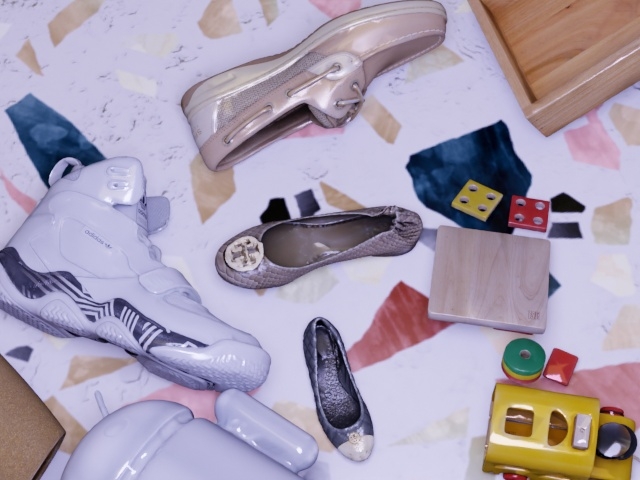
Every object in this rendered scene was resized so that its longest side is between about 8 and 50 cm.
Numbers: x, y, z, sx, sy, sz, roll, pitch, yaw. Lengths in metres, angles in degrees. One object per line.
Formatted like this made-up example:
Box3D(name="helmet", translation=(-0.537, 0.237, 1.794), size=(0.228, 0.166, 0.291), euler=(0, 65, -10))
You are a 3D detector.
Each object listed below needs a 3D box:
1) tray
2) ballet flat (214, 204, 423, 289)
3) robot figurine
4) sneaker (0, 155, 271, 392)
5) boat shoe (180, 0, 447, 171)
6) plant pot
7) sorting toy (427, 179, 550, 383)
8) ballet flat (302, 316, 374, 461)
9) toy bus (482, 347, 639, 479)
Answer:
Box3D(name="tray", translation=(0.390, -0.315, 1.549), size=(0.411, 0.076, 0.203), euler=(-31, 59, 18))
Box3D(name="ballet flat", translation=(0.000, 0.000, 1.543), size=(0.250, 0.058, 0.084), euler=(-9, 65, -10))
Box3D(name="robot figurine", translation=(-0.128, 0.299, 1.379), size=(0.353, 0.200, 0.300), euler=(30, 64, 13))
Box3D(name="sneaker", translation=(-0.198, 0.029, 1.506), size=(0.366, 0.137, 0.210), euler=(18, 72, 20))
Box3D(name="boat shoe", translation=(0.005, -0.184, 1.606), size=(0.341, 0.121, 0.110), euler=(-23, 74, 5))
Box3D(name="plant pot", translation=(-0.417, 0.193, 1.443), size=(0.254, 0.237, 0.237), euler=(32, 74, -2))
Box3D(name="sorting toy", translation=(0.194, 0.047, 1.525), size=(0.132, 0.046, 0.274), euler=(8, 50, 4))
Box3D(name="ballet flat", translation=(0.016, 0.169, 1.501), size=(0.057, 0.049, 0.173), euler=(-20, 70, -3))
Box3D(name="toy bus", translation=(0.272, 0.216, 1.439), size=(0.202, 0.104, 0.191), euler=(-35, 72, -9))
